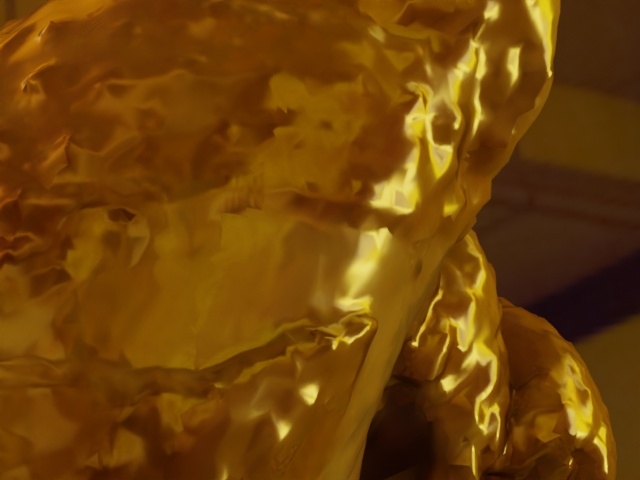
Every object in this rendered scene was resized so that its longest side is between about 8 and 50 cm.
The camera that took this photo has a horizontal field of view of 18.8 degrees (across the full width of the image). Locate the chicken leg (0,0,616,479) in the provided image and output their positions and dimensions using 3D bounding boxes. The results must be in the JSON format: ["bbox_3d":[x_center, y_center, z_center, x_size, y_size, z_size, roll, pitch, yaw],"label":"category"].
[{"bbox_3d":[0.000,0.000,0.487,0.295,0.409,0.182,32,-178,-39],"label":"chicken leg"}]
